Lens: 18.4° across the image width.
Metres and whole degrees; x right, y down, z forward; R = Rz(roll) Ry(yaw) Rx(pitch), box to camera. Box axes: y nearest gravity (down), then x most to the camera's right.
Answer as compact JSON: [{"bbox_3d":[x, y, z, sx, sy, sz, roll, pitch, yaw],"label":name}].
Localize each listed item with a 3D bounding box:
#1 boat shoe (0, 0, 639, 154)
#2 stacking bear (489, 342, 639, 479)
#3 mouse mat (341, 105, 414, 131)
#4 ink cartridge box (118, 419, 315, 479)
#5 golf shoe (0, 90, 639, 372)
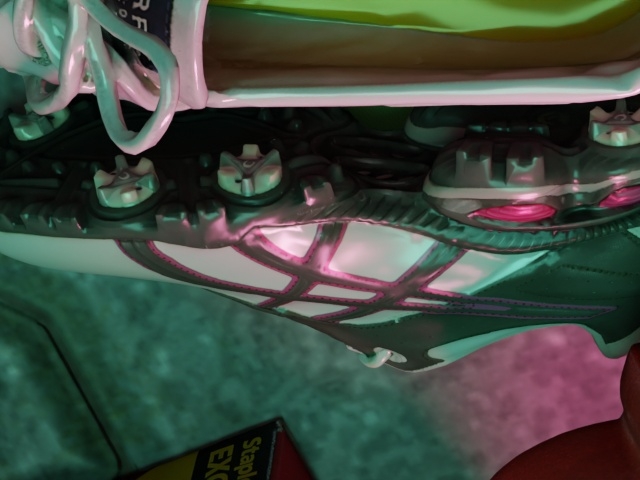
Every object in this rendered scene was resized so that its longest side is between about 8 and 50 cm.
[{"bbox_3d":[-0.052,-0.092,0.639,0.367,0.156,0.136,8,119,0],"label":"boat shoe"},{"bbox_3d":[0.176,0.066,0.684,0.289,0.164,0.175,-38,141,10],"label":"stacking bear"},{"bbox_3d":[0.019,-0.097,0.724,0.152,0.007,0.189,2,120,4],"label":"mouse mat"},{"bbox_3d":[-0.058,0.218,0.733,0.272,0.309,0.130,-22,115,15],"label":"ink cartridge box"},{"bbox_3d":[0.000,0.000,0.721,0.273,0.105,0.120,-1,126,6],"label":"golf shoe"}]
